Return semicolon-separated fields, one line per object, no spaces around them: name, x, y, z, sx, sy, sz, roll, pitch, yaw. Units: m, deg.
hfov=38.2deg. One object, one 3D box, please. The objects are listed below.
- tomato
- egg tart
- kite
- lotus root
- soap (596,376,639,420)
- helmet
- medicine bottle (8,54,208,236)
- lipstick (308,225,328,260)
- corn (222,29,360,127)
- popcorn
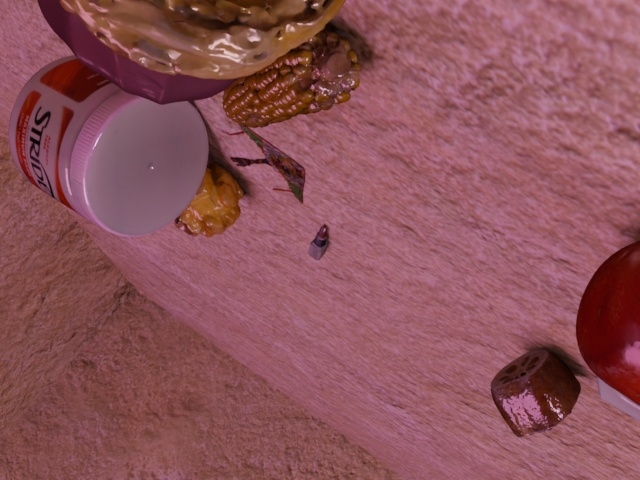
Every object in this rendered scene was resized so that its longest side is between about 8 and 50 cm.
tomato;0.331;0.084;0.862;0.187;0.151;0.187;32;158;15
egg tart;-0.097;-0.251;0.693;0.288;0.288;0.118;46;152;-18
kite;-0.094;-0.127;1.495;0.198;0.006;0.244;49;161;-29
lotus root;0.304;0.211;1.317;0.122;0.112;0.081;-33;97;40
soap;0.375;0.141;1.053;0.119;0.066;0.198;31;161;35
helmet;-0.179;-0.254;0.932;0.271;0.197;0.338;39;-176;3
medicine bottle;-0.356;-0.162;1.550;0.241;0.252;0.252;27;159;36
lipstick;0.000;0.000;1.586;0.025;0.025;0.107;38;157;9
corn;-0.045;-0.184;1.096;0.097;0.097;0.320;45;165;-16
popcorn;-0.210;-0.076;1.671;0.148;0.152;0.167;57;158;14
